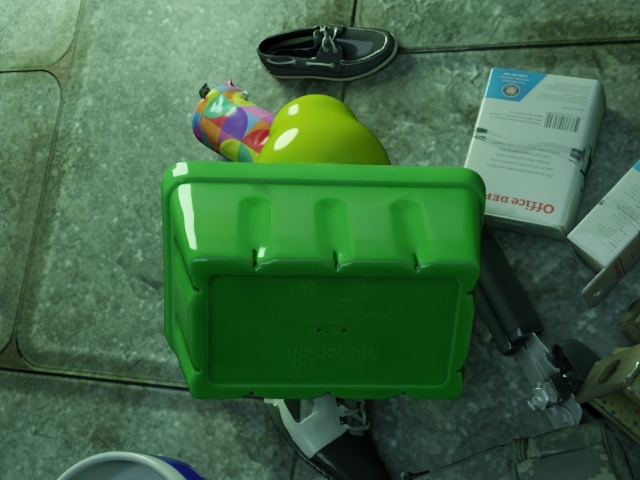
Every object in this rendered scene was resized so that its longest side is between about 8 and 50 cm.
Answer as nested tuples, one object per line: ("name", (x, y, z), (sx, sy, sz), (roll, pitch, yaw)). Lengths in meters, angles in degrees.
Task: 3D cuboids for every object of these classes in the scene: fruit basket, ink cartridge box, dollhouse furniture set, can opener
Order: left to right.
("fruit basket", (0.000, 0.000, 1.073), (0.392, 0.392, 0.283), (16, 118, 25))
("can opener", (0.249, 0.102, 1.110), (0.093, 0.074, 0.280), (-20, 66, -21))
("ink cartridge box", (0.263, -0.107, 1.146), (0.140, 0.082, 0.190), (13, 82, 25))
("ink cartridge box", (0.351, -0.012, 1.070), (0.180, 0.104, 0.060), (-47, 64, 4))
("dollhouse furniture set", (0.403, 0.161, 0.989), (0.182, 0.101, 0.161), (41, 61, 0))

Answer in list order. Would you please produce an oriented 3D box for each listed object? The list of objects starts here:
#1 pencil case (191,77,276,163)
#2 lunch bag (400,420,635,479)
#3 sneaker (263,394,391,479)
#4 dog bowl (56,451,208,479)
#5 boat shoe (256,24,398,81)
("pencil case", (-0.077, -0.136, 1.288), (0.236, 0.104, 0.104), (37, 91, 25))
("lunch bag", (0.221, 0.358, 0.941), (0.256, 0.212, 0.305), (-18, 60, 14))
("sneaker", (0.003, 0.172, 1.151), (0.146, 0.122, 0.330), (-43, 64, 8))
("dog bowl", (-0.247, 0.412, 1.196), (0.265, 0.104, 0.264), (-6, 72, 20))
("boat shoe", (0.006, -0.271, 1.308), (0.206, 0.065, 0.075), (-2, 74, 22))
